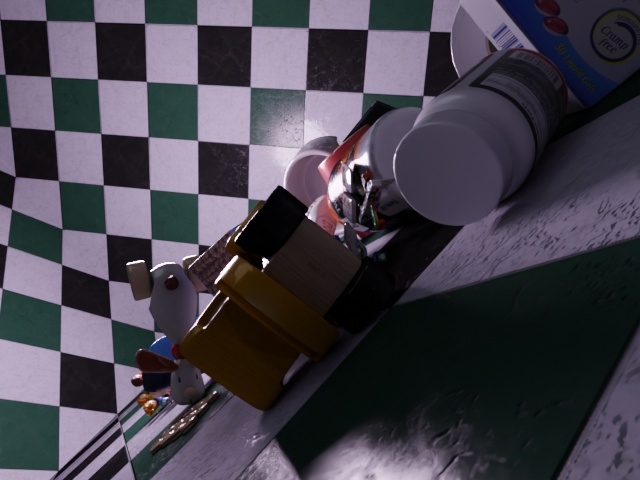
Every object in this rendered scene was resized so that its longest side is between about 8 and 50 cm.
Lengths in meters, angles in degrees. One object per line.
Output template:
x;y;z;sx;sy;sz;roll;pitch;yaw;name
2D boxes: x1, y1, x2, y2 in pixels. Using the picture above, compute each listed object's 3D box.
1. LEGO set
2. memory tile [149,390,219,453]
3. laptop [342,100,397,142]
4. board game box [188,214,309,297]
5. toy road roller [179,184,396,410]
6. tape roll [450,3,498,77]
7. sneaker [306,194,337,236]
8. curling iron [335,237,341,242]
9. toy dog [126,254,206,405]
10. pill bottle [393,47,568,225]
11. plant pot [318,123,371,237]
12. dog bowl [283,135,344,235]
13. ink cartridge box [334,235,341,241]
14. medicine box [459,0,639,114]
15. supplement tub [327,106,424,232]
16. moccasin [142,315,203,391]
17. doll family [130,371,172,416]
0.091;-0.044;0.939;0.060;0.182;0.244;-6;19;-9;LEGO set
-0.263;0.349;0.951;0.148;0.012;0.113;-39;3;30;memory tile
0.335;-0.368;1.505;0.408;0.236;0.382;-36;3;-12;laptop
-0.101;0.056;1.093;0.141;0.232;0.291;-39;4;27;board game box
-0.071;0.086;0.701;0.240;0.203;0.329;-52;7;-10;toy road roller
0.398;-0.396;0.939;0.286;0.286;0.100;-38;4;37;tape roll
0.000;0.000;1.396;0.118;0.110;0.292;-19;49;58;sneaker
0.047;-0.069;1.522;0.035;0.068;0.273;151;131;-62;curling iron
-0.289;0.179;1.026;0.220;0.333;0.161;-33;11;-17;toy dog
0.222;-0.146;0.672;0.283;0.161;0.161;-43;4;-41;pill bottle
0.143;-0.182;1.428;0.275;0.243;0.275;-40;3;2;plant pot
0.027;-0.173;1.673;0.349;0.348;0.102;-38;1;40;dog bowl
-0.070;0.046;1.787;0.224;0.045;0.223;-39;-23;32;ink cartridge box
0.418;-0.387;0.756;0.289;0.263;0.149;-41;4;10;medicine box
0.141;-0.135;1.095;0.207;0.207;0.338;-42;3;-21;supplement tub
-0.326;0.278;1.257;0.342;0.138;0.116;-8;-52;-59;moccasin
-0.455;0.434;1.441;0.163;0.118;0.263;-35;18;-33;doll family
